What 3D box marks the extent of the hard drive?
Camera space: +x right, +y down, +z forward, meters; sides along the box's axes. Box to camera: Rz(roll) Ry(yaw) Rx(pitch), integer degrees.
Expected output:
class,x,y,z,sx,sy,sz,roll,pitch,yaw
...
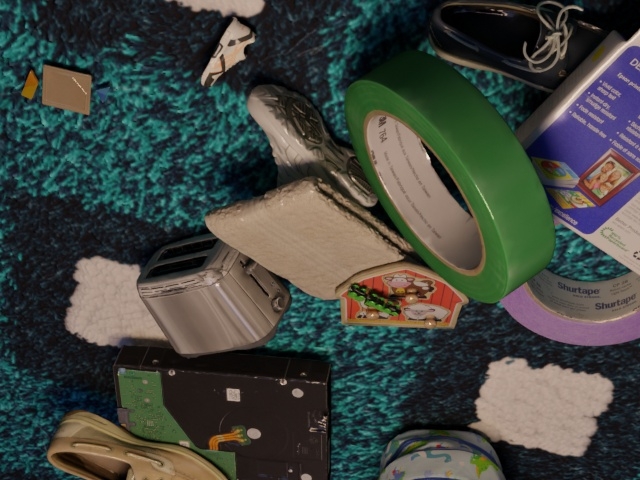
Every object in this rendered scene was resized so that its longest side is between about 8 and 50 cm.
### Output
class,x,y,z,sx,sy,sz,roll,pitch,yaw
hard drive,-0.152,0.285,1.954,0.339,0.064,0.236,3,122,7

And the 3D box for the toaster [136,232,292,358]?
class,x,y,z,sx,sy,sz,roll,pitch,yaw
toaster,-0.165,0.079,1.788,0.227,0.129,0.146,-11,123,35

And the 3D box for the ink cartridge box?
class,x,y,z,sx,sy,sz,roll,pitch,yaw
ink cartridge box,0.414,-0.108,1.452,0.304,0.072,0.307,32,124,-15

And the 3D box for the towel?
class,x,y,z,sx,sy,sz,roll,pitch,yaw
towel,0.000,0.000,1.685,0.187,0.049,0.282,-18,145,32

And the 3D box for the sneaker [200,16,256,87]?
class,x,y,z,sx,sy,sz,roll,pitch,yaw
sneaker,-0.120,-0.235,1.579,0.044,0.040,0.109,27,129,-13

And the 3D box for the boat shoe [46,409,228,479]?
class,x,y,z,sx,sy,sz,roll,pitch,yaw
boat shoe,-0.286,0.373,1.936,0.302,0.098,0.109,26,123,-7

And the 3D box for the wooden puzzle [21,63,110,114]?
class,x,y,z,sx,sy,sz,roll,pitch,yaw
wooden puzzle,-0.346,-0.207,1.665,0.116,0.014,0.078,19,134,-4

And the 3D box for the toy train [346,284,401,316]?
class,x,y,z,sx,sy,sz,roll,pitch,yaw
toy train,0.075,0.087,1.724,0.083,0.017,0.024,26,151,-12

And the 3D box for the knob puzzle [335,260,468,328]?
class,x,y,z,sx,sy,sz,roll,pitch,yaw
knob puzzle,0.116,0.087,1.751,0.213,0.030,0.213,3,151,2

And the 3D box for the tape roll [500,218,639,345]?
class,x,y,z,sx,sy,sz,roll,pitch,yaw
tape roll,0.368,0.015,1.659,0.275,0.090,0.274,6,130,7

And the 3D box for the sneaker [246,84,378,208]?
class,x,y,z,sx,sy,sz,roll,pitch,yaw
sneaker,-0.031,-0.107,1.639,0.115,0.090,0.232,-28,118,33

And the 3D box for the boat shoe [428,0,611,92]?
class,x,y,z,sx,sy,sz,roll,pitch,yaw
boat shoe,0.256,-0.241,1.462,0.255,0.095,0.079,17,171,5

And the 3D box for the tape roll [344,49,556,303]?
class,x,y,z,sx,sy,sz,roll,pitch,yaw
tape roll,0.153,-0.076,1.495,0.077,0.321,0.321,-34,125,-14

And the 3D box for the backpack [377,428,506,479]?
class,x,y,z,sx,sy,sz,roll,pitch,yaw
backpack,0.194,0.472,1.988,0.290,0.273,0.355,2,151,12
